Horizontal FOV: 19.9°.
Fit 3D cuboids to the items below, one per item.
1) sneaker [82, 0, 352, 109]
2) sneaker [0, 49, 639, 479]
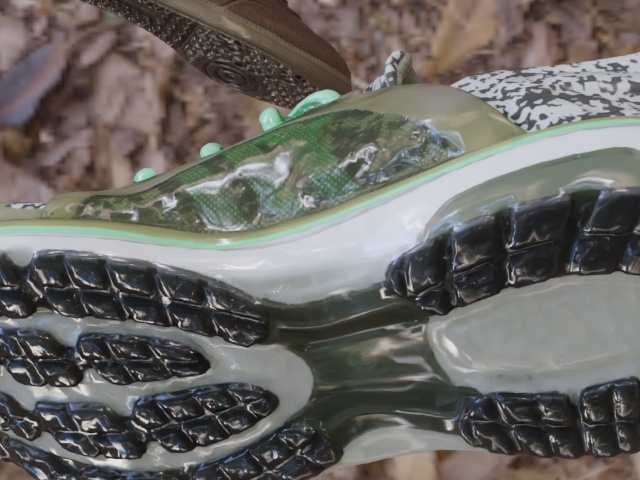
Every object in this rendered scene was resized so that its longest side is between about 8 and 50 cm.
[{"bbox_3d":[-0.057,-0.128,0.862,0.066,0.188,0.071,-12,54,62],"label":"sneaker"},{"bbox_3d":[0.000,0.000,0.767,0.410,0.182,0.158,-5,127,18],"label":"sneaker"}]
